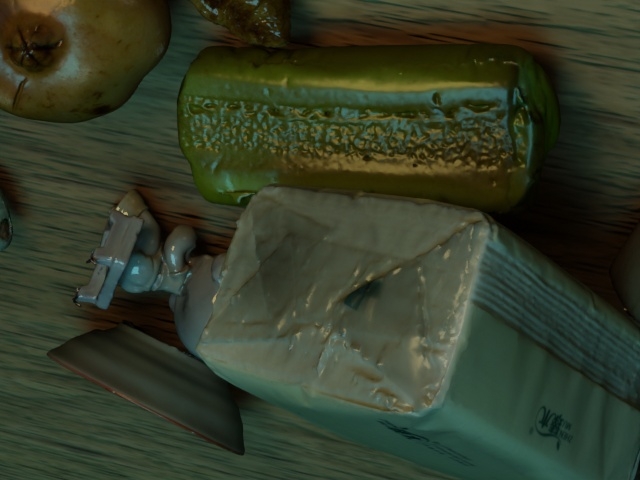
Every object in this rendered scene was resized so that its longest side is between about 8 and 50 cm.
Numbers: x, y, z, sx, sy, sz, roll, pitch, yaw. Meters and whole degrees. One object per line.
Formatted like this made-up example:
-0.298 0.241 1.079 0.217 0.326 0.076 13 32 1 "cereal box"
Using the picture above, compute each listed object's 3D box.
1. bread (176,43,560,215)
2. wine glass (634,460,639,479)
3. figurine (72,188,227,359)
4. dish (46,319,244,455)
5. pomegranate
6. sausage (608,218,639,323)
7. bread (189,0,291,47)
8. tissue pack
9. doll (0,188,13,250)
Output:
0.045 -0.112 1.460 0.383 0.112 0.166 2 107 19 "bread"
0.341 0.318 1.724 0.122 0.122 0.183 10 127 13 "wine glass"
-0.138 0.059 1.664 0.256 0.144 0.182 27 130 -7 "figurine"
-0.188 0.158 1.761 0.260 0.085 0.260 27 173 3 "dish"
-0.249 -0.217 1.438 0.209 0.209 0.209 10 131 12 "pomegranate"
0.380 -0.027 1.407 0.123 0.123 0.253 25 134 -1 "sausage"
-0.108 -0.277 1.408 0.233 0.076 0.105 38 137 -16 "bread"
0.113 0.105 1.433 0.297 0.207 0.380 9 165 41 "tissue pack"
-0.440 -0.067 1.717 0.214 0.071 0.103 35 124 0 "doll"
